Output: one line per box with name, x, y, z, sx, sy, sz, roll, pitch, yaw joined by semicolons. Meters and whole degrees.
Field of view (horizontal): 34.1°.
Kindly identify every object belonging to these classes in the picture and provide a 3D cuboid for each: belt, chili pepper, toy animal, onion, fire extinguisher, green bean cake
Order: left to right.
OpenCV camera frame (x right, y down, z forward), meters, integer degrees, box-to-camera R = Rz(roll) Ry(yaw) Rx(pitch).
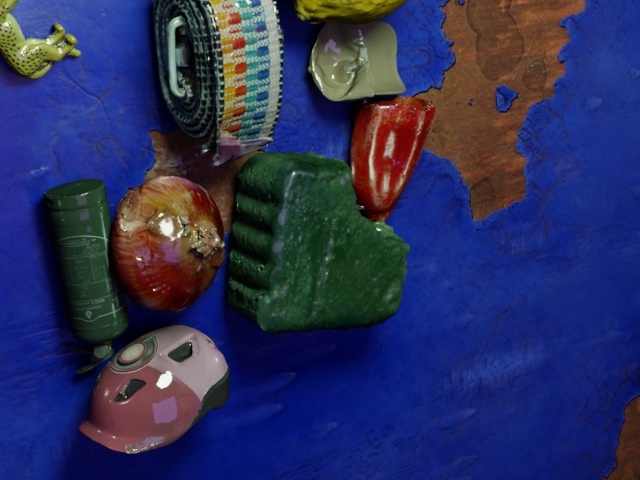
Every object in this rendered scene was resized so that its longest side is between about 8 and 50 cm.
toy animal;-0.449;-0.295;1.532;0.136;0.073;0.181;-44;134;-7
fire extinguisher;-0.369;0.064;1.654;0.115;0.095;0.311;-8;108;2
onion;-0.221;0.005;1.666;0.230;0.164;0.229;18;70;-60
belt;-0.172;-0.283;1.625;0.161;0.207;0.294;-18;126;-32
green bean cake;0.000;0.000;1.828;0.308;0.169;0.300;0;104;-34
chili pepper;0.114;-0.144;1.901;0.136;0.144;0.252;15;106;9

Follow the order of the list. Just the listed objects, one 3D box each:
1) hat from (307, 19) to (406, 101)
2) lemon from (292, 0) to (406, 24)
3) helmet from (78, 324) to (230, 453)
hat;0.066;-0.310;1.859;0.173;0.144;0.166;21;57;-72
lemon;0.060;-0.480;1.691;0.253;0.253;0.310;38;81;-34
helmet;-0.265;0.224;1.691;0.253;0.198;0.154;-13;110;-43
